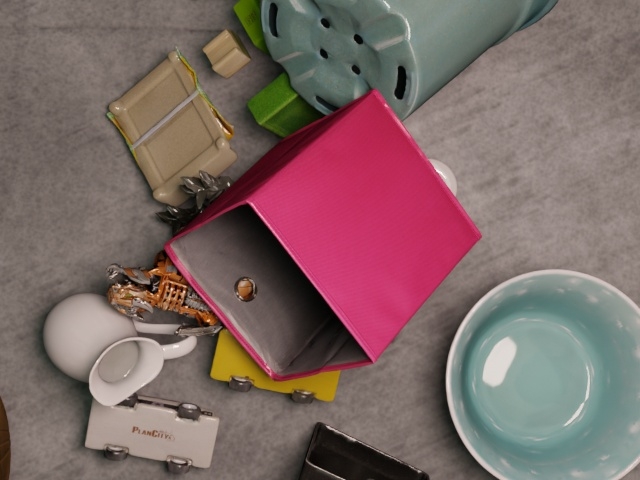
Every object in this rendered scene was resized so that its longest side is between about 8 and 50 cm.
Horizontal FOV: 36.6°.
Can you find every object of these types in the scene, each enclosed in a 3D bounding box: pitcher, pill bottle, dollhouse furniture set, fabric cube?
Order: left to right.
[{"bbox_3d":[-0.293,0.143,1.394,0.178,0.207,0.125,-17,114,-33],"label":"pitcher"},{"bbox_3d":[-0.146,-0.201,1.494,0.301,0.151,0.197,-36,70,18],"label":"dollhouse furniture set"},{"bbox_3d":[0.000,0.000,1.287,0.254,0.259,0.258,51,57,-12],"label":"fabric cube"},{"bbox_3d":[0.151,-0.067,1.439,0.086,0.152,0.086,0,84,-1],"label":"pill bottle"}]

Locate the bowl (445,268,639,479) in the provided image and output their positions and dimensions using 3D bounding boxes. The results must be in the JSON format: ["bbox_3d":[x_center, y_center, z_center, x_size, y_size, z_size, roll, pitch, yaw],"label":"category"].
[{"bbox_3d":[0.326,0.202,1.408,0.312,0.163,0.311,0,84,0],"label":"bowl"}]

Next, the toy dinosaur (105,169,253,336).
[{"bbox_3d":[-0.157,0.035,1.416,0.164,0.322,0.218,-28,67,36],"label":"toy dinosaur"}]

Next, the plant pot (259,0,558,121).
[{"bbox_3d":[0.114,-0.344,1.321,0.341,0.341,0.334,40,59,3],"label":"plant pot"}]

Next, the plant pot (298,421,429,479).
[{"bbox_3d":[0.039,0.395,1.382,0.188,0.187,0.167,24,98,2],"label":"plant pot"}]

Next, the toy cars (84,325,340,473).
[{"bbox_3d":[-0.156,0.224,1.437,0.394,0.087,0.176,-28,100,0],"label":"toy cars"}]

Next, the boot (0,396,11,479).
[{"bbox_3d":[-0.564,0.350,1.414,0.204,0.095,0.261,1,88,0],"label":"boot"}]
